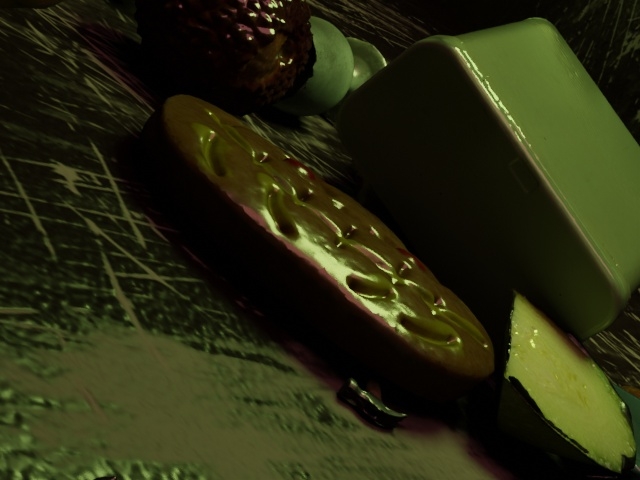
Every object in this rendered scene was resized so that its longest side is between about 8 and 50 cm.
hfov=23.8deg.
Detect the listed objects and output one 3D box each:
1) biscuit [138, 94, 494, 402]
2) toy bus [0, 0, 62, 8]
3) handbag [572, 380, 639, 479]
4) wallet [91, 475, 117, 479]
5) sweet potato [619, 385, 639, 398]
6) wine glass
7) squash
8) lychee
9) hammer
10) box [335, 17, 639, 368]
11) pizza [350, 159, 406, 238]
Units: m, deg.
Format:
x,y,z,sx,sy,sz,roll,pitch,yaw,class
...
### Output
x,y,z,sx,sy,sz,roll,pitch,yaw,class
0.006,-0.007,1.436,0.394,0.070,0.350,38,14,-3,biscuit
-0.342,-0.244,1.157,0.331,0.151,0.145,17,22,-50,toy bus
0.333,0.231,1.608,0.229,0.062,0.179,30,22,-33,handbag
-0.051,0.234,0.776,0.285,0.030,0.146,43,13,13,wallet
0.397,0.214,1.821,0.214,0.050,0.050,28,20,-50,sweet potato
-0.006,-0.211,1.883,0.126,0.126,0.241,45,15,16,wine glass
0.219,0.165,1.473,0.184,0.085,0.192,44,26,-11,squash
-0.108,-0.224,1.615,0.188,0.188,0.188,37,16,-13,lychee
0.049,0.116,1.336,0.062,0.017,0.182,39,15,-8,hammer
0.229,-0.069,1.709,0.352,0.177,0.344,55,29,4,box
0.126,-0.075,1.819,0.182,0.074,0.365,43,29,13,pizza
